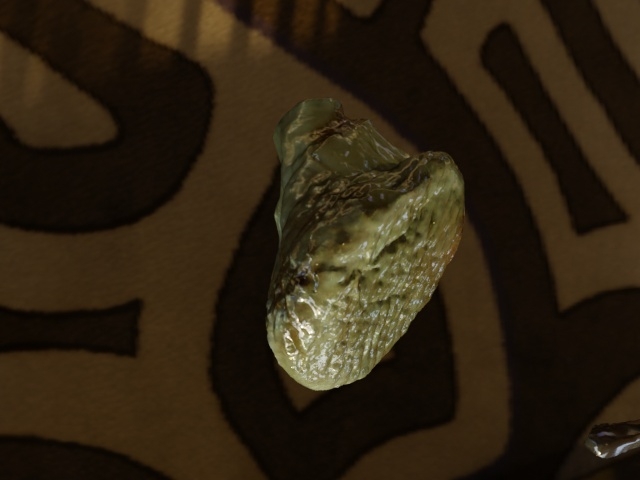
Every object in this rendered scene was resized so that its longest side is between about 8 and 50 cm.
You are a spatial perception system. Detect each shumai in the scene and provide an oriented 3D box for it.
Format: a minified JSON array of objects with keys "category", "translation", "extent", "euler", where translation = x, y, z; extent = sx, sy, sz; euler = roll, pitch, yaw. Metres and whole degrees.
[{"category":"shumai","translation":[0.000,0.000,1.351],"extent":[0.272,0.203,0.222],"euler":[-44,147,-35]}]

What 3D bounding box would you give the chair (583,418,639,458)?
[{"category":"chair","translation":[0.334,0.088,0.831],"extent":[0.319,0.186,0.160],"euler":[-3,118,-43]}]
